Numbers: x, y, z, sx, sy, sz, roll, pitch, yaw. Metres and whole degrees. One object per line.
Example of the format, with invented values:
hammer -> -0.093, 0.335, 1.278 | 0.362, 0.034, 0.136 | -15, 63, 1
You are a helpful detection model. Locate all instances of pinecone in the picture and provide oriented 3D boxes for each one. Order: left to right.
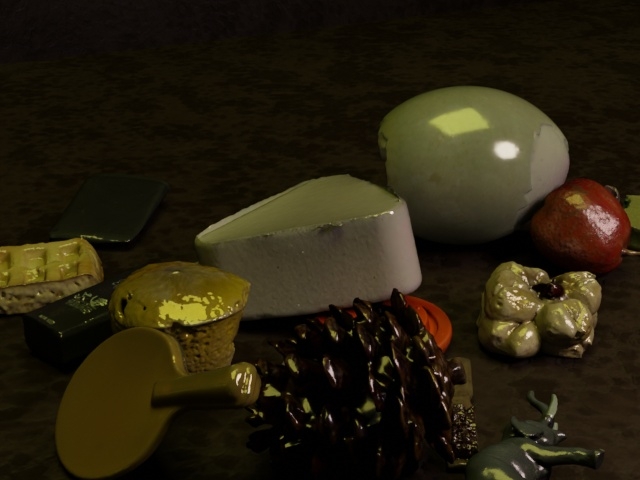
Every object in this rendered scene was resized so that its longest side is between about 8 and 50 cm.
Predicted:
pinecone -> 0.041, 0.178, 1.231 | 0.272, 0.224, 0.224 | -8, 25, -7

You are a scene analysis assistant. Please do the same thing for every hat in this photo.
hat -> 0.527, -0.061, 1.958 | 0.058, 0.042, 0.087 | 15, 63, 36

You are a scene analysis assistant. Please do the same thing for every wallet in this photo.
wallet -> -0.391, -0.053, 1.951 | 0.168, 0.052, 0.245 | 4, 29, 9

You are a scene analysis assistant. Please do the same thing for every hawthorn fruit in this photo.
hawthorn fruit -> 0.453, -0.005, 1.728 | 0.203, 0.163, 0.162 | 37, 41, 27

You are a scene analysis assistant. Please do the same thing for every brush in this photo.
brush -> 0.182, 0.213, 1.361 | 0.043, 0.036, 0.248 | 5, 25, 3

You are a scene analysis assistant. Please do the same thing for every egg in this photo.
egg -> 0.268, -0.130, 1.822 | 0.336, 0.278, 0.278 | -3, 24, 1

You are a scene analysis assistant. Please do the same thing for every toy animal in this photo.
toy animal -> 0.253, 0.257, 1.205 | 0.137, 0.082, 0.269 | 15, 29, 28

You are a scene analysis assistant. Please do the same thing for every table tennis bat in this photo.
table tennis bat -> -0.202, 0.186, 1.238 | 0.320, 0.050, 0.199 | -13, 52, 35

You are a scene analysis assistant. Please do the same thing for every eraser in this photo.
eraser -> 0.000, 0.000, 1.655 | 0.331, 0.150, 0.331 | -13, 17, 4

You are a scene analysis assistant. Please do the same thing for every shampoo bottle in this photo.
shampoo bottle -> -0.293, 0.097, 1.591 | 0.098, 0.071, 0.309 | 16, 27, 38

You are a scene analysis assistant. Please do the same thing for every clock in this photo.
clock -> 0.090, 0.128, 1.531 | 0.205, 0.051, 0.205 | -1, 26, 1

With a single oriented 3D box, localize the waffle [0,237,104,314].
waffle -> -0.489, 0.059, 1.689 | 0.274, 0.057, 0.168 | -6, 24, -11

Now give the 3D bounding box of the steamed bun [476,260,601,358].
steamed bun -> 0.313, 0.097, 1.527 | 0.177, 0.106, 0.192 | 7, 27, 19

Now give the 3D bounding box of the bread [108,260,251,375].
bread -> -0.190, 0.115, 1.423 | 0.197, 0.171, 0.197 | 1, 26, -1

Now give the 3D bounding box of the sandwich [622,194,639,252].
sandwich -> 0.596, -0.006, 1.807 | 0.212, 0.063, 0.245 | 3, 24, 17

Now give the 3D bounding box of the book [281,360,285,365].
book -> 0.028, 0.189, 1.403 | 0.181, 0.014, 0.127 | 11, 44, 22
